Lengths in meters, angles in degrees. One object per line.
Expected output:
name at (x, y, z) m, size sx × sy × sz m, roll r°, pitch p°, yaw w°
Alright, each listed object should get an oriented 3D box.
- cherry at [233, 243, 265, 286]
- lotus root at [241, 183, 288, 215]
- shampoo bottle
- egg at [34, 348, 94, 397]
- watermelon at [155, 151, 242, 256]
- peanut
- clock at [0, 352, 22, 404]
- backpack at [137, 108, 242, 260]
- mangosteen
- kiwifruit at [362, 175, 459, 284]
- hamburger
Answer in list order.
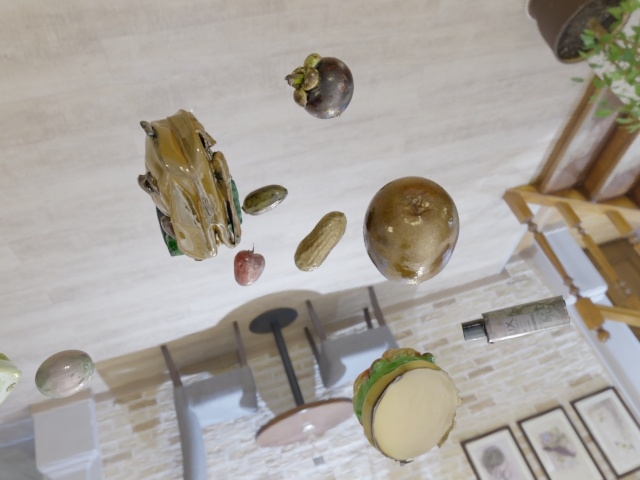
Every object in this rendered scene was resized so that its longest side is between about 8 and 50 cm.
cherry at (-0.224, 0.084, 1.720) m, size 0.106 × 0.086 × 0.127 m, roll -14°, pitch 110°, yaw -35°
lotus root at (-0.186, -0.136, 1.785) m, size 0.179 × 0.089 × 0.081 m, roll -24°, pitch 109°, yaw 21°
shampoo bottle at (0.406, 0.171, 1.142) m, size 0.213 × 0.072 × 0.072 m, roll -16°, pitch 151°, yaw 17°
egg at (-0.590, 0.307, 1.257) m, size 0.134 × 0.103 × 0.103 m, roll -26°, pitch 149°, yaw -3°
watermelon at (-0.355, -0.145, 1.683) m, size 0.221 × 0.319 × 0.293 m, roll -6°, pitch 107°, yaw 15°
peanut at (0.000, 0.000, 1.691) m, size 0.095 × 0.108 × 0.226 m, roll 36°, pitch 98°, yaw -13°
clock at (-0.782, 0.324, 1.126) m, size 0.235 × 0.096 × 0.308 m, roll -49°, pitch 170°, yaw -19°
backpack at (-0.341, -0.143, 1.374) m, size 0.201 × 0.353 × 0.378 m, roll -23°, pitch 133°, yaw -18°
mangosteen at (-0.006, -0.479, 1.676) m, size 0.217 × 0.192 × 0.192 m, roll 9°, pitch 136°, yaw -39°
kiwifruit at (0.177, -0.014, 1.081) m, size 0.195 × 0.196 × 0.234 m, roll -22°, pitch 156°, yaw -2°
hamburger at (0.170, 0.333, 1.156) m, size 0.236 × 0.149 × 0.237 m, roll -5°, pitch 106°, yaw -20°
